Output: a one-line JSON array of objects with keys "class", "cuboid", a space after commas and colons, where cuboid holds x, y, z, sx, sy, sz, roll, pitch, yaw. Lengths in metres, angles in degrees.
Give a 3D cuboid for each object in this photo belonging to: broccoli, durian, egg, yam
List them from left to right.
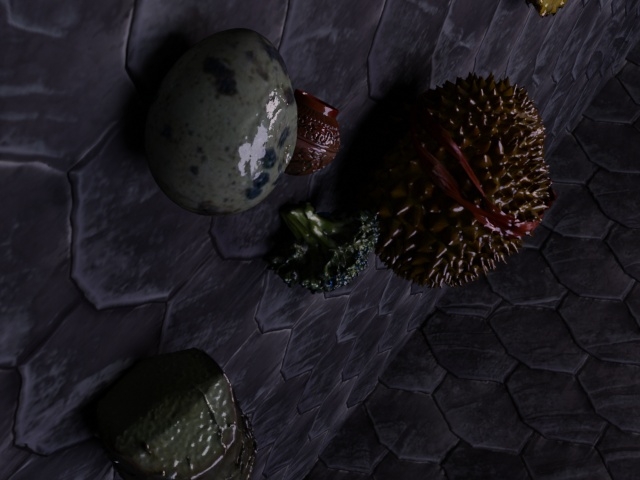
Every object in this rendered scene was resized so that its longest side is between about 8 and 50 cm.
[{"class": "yam", "cuboid": [-0.188, 0.268, 1.054, 0.202, 0.201, 0.271, -48, 153, -24]}, {"class": "egg", "cuboid": [-0.091, -0.110, 0.717, 0.141, 0.141, 0.182, -16, 129, -61]}, {"class": "broccoli", "cuboid": [0.000, 0.000, 1.150, 0.160, 0.167, 0.154, 59, 47, -29]}, {"class": "durian", "cuboid": [0.225, -0.091, 1.258, 0.347, 0.347, 0.384, -28, 138, -53]}]

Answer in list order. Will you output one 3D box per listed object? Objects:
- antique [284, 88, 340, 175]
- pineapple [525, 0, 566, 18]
[{"class": "antique", "cuboid": [-0.024, -0.126, 0.912, 0.104, 0.104, 0.104, -47, 159, -24]}, {"class": "pineapple", "cuboid": [0.439, -0.521, 1.405, 0.225, 0.076, 0.225, -45, 156, -27]}]
